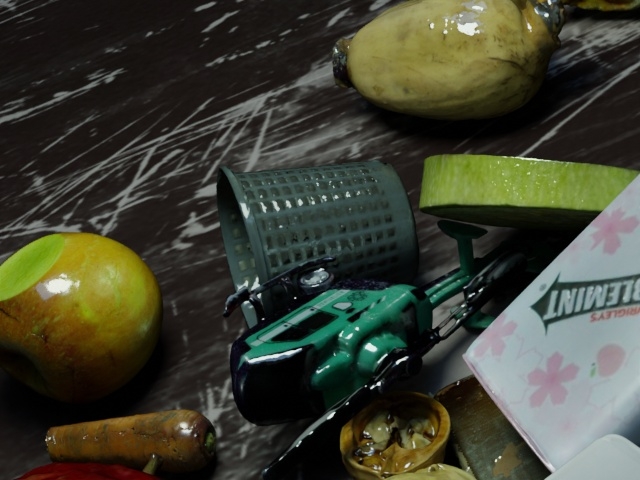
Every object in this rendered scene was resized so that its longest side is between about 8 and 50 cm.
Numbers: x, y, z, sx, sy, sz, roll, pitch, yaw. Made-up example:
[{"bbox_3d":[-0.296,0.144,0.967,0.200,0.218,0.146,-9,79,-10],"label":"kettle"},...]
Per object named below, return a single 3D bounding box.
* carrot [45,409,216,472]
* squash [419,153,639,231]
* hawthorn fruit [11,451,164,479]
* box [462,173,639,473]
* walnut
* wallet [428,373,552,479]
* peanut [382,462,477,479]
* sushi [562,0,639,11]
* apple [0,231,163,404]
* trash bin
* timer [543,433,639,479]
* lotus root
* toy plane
[{"bbox_3d":[-0.166,0.178,1.521,0.162,0.055,0.055,-6,39,27],"label":"carrot"},{"bbox_3d":[0.214,-0.034,1.498,0.252,0.252,0.048,5,85,27],"label":"squash"},{"bbox_3d":[-0.173,0.259,1.314,0.230,0.210,0.266,-16,22,25],"label":"hawthorn fruit"},{"bbox_3d":[0.291,0.022,1.304,0.369,0.112,0.190,-47,38,7],"label":"box"},{"bbox_3d":[0.065,0.174,1.421,0.091,0.052,0.121,-7,28,11],"label":"walnut"},{"bbox_3d":[0.175,0.178,1.396,0.122,0.031,0.232,-24,36,0],"label":"wallet"},{"bbox_3d":[0.041,0.251,1.300,0.229,0.103,0.098,-41,0,-30],"label":"peanut"},{"bbox_3d":[0.333,-0.369,1.866,0.139,0.184,0.274,7,44,28],"label":"sushi"},{"bbox_3d":[-0.226,0.069,1.597,0.163,0.146,0.147,-2,45,50],"label":"apple"},{"bbox_3d":[0.000,0.000,1.591,0.161,0.175,0.175,-13,37,-13],"label":"trash bin"},{"bbox_3d":[0.196,0.279,1.129,0.195,0.194,0.192,-35,41,-19],"label":"timer"},{"bbox_3d":[0.140,-0.189,1.769,0.257,0.140,0.154,-8,10,26],"label":"lotus root"},{"bbox_3d":[0.054,0.074,1.474,0.382,0.106,0.155,-27,30,-35],"label":"toy plane"}]
